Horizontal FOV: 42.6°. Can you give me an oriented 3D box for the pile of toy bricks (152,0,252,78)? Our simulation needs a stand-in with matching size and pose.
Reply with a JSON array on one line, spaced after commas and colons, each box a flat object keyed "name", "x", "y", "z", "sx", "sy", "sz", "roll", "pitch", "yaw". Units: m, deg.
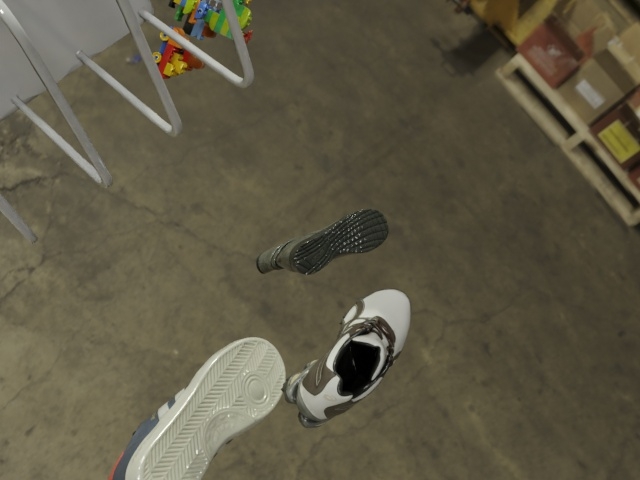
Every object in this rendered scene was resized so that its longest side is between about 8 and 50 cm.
[{"name": "pile of toy bricks", "x": -0.138, "y": -0.305, "z": 1.111, "sx": 0.105, "sy": 0.212, "sz": 0.118, "roll": 25, "pitch": 13, "yaw": 3}]

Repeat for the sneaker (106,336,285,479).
[{"name": "sneaker", "x": -0.192, "y": 0.271, "z": 1.238, "sx": 0.131, "sy": 0.148, "sz": 0.350, "roll": 57, "pitch": 42, "yaw": -6}]

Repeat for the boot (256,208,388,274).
[{"name": "boot", "x": 0.000, "y": 0.000, "z": 1.627, "sx": 0.246, "sy": 0.161, "sz": 0.083, "roll": -23, "pitch": 102, "yaw": -31}]

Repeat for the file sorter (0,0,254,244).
[{"name": "file sorter", "x": -0.212, "y": -0.122, "z": 0.549, "sx": 0.278, "sy": 0.193, "sz": 0.173, "roll": -40, "pitch": 59, "yaw": -16}]

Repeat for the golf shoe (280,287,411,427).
[{"name": "golf shoe", "x": 0.051, "y": 0.111, "z": 0.832, "sx": 0.077, "sy": 0.094, "sz": 0.198, "roll": 49, "pitch": 51, "yaw": -7}]
